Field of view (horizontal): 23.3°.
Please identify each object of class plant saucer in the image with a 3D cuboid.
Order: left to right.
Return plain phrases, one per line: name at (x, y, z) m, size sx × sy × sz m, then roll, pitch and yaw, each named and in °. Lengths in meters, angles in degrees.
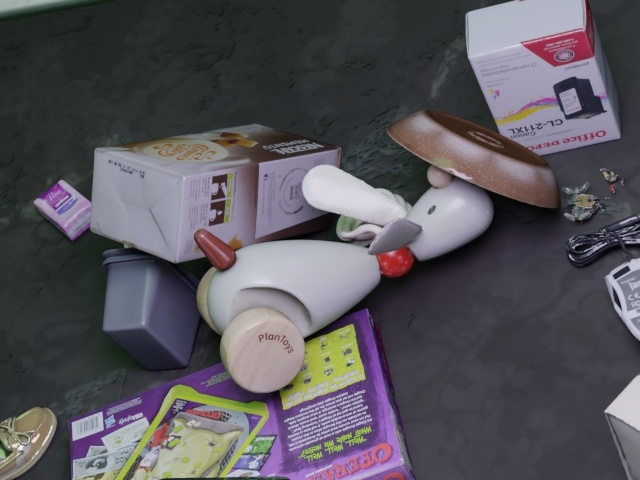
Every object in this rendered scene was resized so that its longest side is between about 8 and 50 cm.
plant saucer at (0.166, -0.092, 1.614) m, size 0.198 × 0.198 × 0.036 m, roll 38°, pitch 109°, yaw 44°

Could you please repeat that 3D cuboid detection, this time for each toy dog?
toy dog at (0.000, 0.000, 1.576) m, size 0.333 × 0.161 × 0.220 m, roll -41°, pitch 33°, yaw -25°

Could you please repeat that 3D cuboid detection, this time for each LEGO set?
LEGO set at (0.285, -0.043, 1.627) m, size 0.083 × 0.023 × 0.054 m, roll -25°, pitch 44°, yaw -15°

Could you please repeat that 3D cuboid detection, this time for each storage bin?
storage bin at (-0.189, 0.079, 1.681) m, size 0.098 × 0.135 × 0.091 m, roll -6°, pitch 58°, yaw 22°

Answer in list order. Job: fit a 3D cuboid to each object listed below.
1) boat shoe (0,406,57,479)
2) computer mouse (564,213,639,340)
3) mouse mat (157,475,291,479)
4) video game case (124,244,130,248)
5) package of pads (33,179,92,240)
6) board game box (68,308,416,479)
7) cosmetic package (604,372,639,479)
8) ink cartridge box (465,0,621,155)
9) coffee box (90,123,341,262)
boat shoe at (-0.352, 0.233, 1.676) m, size 0.153 × 0.048 × 0.056 m, roll -40°, pitch 45°, yaw -11°
computer mouse at (0.314, 0.048, 1.513) m, size 0.106 × 0.042 × 0.193 m, roll -19°, pitch 39°, yaw 4°
mouse mat at (-0.101, 0.315, 1.459) m, size 0.152 × 0.007 × 0.190 m, roll -3°, pitch 65°, yaw 18°
video game case at (-0.179, -0.019, 1.845) m, size 0.122 × 0.011 × 0.087 m, roll -27°, pitch 43°, yaw 2°
package of pads at (-0.313, -0.038, 1.917) m, size 0.050 × 0.032 × 0.083 m, roll -40°, pitch 45°, yaw -15°
board game box at (-0.088, 0.213, 1.563) m, size 0.346 × 0.056 × 0.208 m, roll -21°, pitch 40°, yaw 9°
cosmetic package at (0.404, 0.111, 1.342) m, size 0.296 × 0.129 × 0.153 m, roll -45°, pitch 47°, yaw -16°
ink cartridge box at (0.241, -0.175, 1.657) m, size 0.127 × 0.175 × 0.072 m, roll -12°, pitch 49°, yaw 18°
coffee box at (-0.111, -0.056, 1.688) m, size 0.141 × 0.098 × 0.246 m, roll 20°, pitch 22°, yaw 38°
